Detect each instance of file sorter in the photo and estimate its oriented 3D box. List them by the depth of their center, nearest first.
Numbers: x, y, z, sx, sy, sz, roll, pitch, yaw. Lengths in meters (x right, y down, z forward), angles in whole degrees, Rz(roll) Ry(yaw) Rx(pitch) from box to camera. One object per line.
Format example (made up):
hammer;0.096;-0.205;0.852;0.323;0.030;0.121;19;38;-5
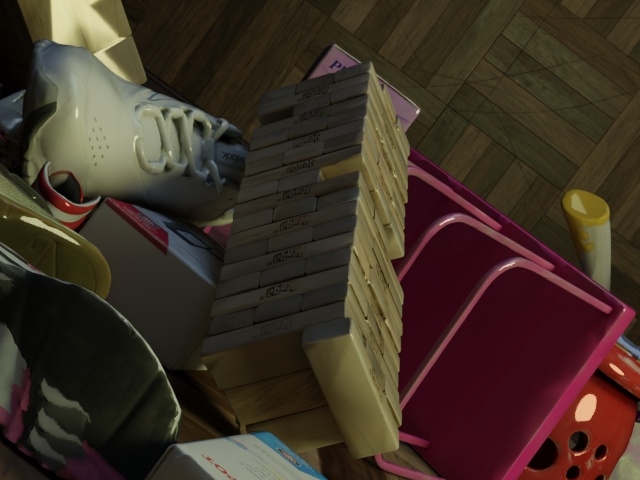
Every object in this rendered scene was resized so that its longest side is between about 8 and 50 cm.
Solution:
file sorter;0.057;0.042;1.086;0.182;0.202;0.290;26;11;-46

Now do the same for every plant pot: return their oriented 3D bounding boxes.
plant pot;0.216;0.153;1.273;0.191;0.174;0.191;38;5;-4

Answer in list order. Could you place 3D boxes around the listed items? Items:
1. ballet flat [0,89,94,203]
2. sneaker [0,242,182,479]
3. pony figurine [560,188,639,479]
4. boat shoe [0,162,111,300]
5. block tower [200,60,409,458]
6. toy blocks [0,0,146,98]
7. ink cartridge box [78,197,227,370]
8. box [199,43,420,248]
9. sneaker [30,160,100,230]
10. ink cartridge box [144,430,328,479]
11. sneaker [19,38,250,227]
ballet flat;-0.214;-0.072;0.979;0.091;0.077;0.241;36;6;6
sneaker;-0.131;0.041;0.600;0.178;0.072;0.077;43;-4;8
pony figurine;0.358;0.151;1.463;0.351;0.303;0.363;26;-36;16
boat shoe;-0.202;-0.023;0.667;0.223;0.080;0.073;39;-3;-42
block tower;0.000;0.000;0.876;0.335;0.097;0.091;-85;155;-56
toy blocks;-0.310;-0.283;1.290;0.261;0.191;0.381;22;-45;53
ink cartridge box;-0.093;0.034;0.905;0.109;0.063;0.150;38;6;17
box;-0.015;-0.086;1.472;0.117;0.243;0.213;36;5;-5
sneaker;-0.170;-0.018;0.836;0.042;0.067;0.118;35;5;-14
ink cartridge box;-0.024;0.130;0.574;0.088;0.052;0.122;38;4;16
sneaker;-0.120;-0.070;0.940;0.129;0.111;0.297;3;-6;13
